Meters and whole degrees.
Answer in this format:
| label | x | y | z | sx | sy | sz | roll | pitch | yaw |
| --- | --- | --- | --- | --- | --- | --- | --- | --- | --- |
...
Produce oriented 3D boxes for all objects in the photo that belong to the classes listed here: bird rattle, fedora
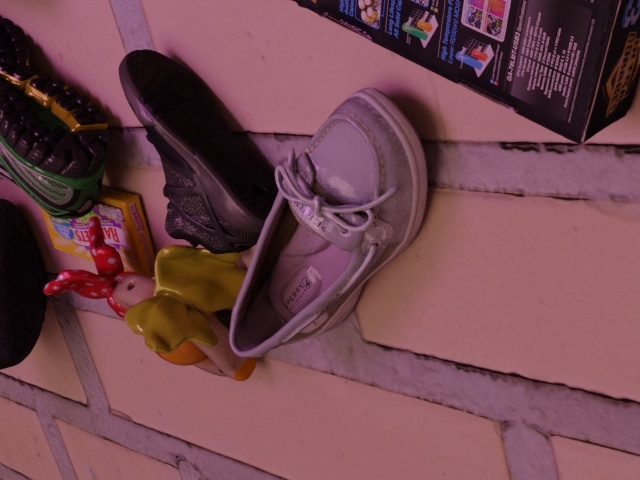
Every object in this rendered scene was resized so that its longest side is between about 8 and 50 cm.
| label | x | y | z | sx | sy | sz | roll | pitch | yaw |
| --- | --- | --- | --- | --- | --- | --- | --- | --- | --- |
| bird rattle | -0.180 | 0.088 | 1.193 | 0.253 | 0.143 | 0.207 | 1 | 141 | 42 |
| fedora | -0.468 | 0.059 | 1.459 | 0.152 | 0.334 | 0.334 | -4 | 116 | 12 |

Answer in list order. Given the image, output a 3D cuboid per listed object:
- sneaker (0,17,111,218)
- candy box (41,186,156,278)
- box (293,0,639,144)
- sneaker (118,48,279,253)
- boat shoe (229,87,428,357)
| label | x | y | z | sx | sy | sz | roll | pitch | yaw |
| --- | --- | --- | --- | --- | --- | --- | --- | --- | --- |
| sneaker | -0.383 | -0.148 | 1.260 | 0.343 | 0.134 | 0.146 | 43 | 140 | 24 |
| candy box | -0.279 | -0.020 | 1.324 | 0.205 | 0.027 | 0.105 | 14 | 127 | 43 |
| box | 0.096 | -0.253 | 0.702 | 0.293 | 0.073 | 0.296 | 33 | 136 | 32 |
| sneaker | -0.138 | -0.078 | 1.074 | 0.227 | 0.087 | 0.130 | 50 | 136 | 4 |
| boat shoe | -0.002 | -0.001 | 0.957 | 0.118 | 0.103 | 0.320 | 48 | 142 | 14 |
